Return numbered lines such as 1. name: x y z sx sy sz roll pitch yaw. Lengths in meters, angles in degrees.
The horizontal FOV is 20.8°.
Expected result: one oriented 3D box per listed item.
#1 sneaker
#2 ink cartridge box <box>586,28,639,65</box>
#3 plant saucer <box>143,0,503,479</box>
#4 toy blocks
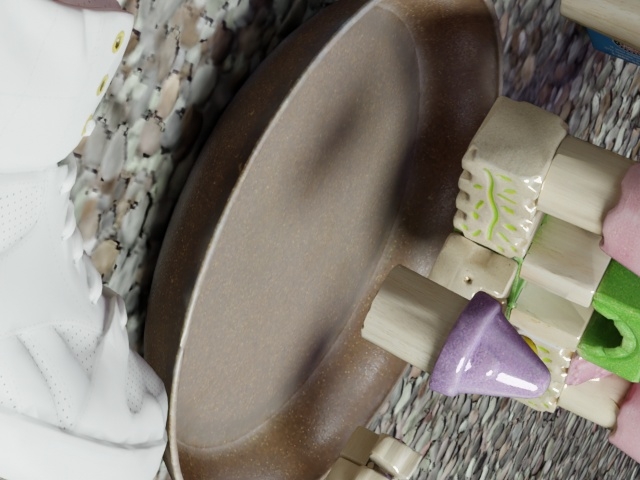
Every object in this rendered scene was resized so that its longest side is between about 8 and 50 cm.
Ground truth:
1. sneaker: -0.101 -0.011 0.611 0.169 0.108 0.292 -60 155 -4
2. ink cartridge box: 0.259 -0.208 1.088 0.168 0.171 0.233 -62 156 -8
3. plant saucer: 0.000 0.000 0.904 0.310 0.050 0.310 -45 150 -36
4. toy blocks: 0.187 0.063 0.947 0.309 0.260 0.288 -57 166 -24
